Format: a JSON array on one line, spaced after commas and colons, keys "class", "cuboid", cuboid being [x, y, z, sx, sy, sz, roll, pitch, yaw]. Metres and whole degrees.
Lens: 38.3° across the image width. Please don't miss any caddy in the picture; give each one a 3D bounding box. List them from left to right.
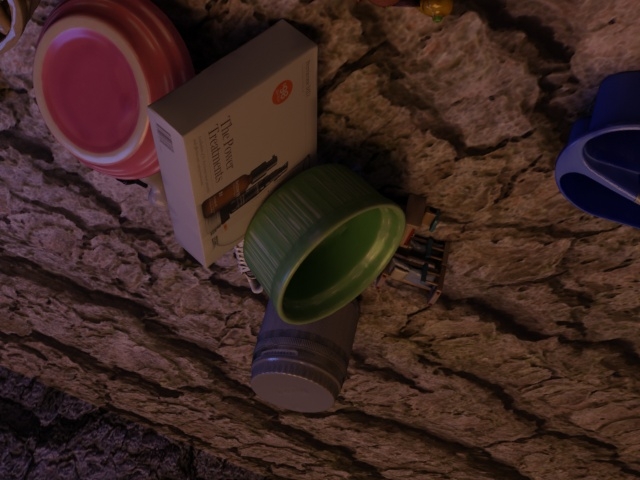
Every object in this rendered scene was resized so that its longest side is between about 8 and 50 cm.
[{"class": "caddy", "cuboid": [0.548, -0.117, 1.474, 0.341, 0.179, 0.241, 16, 148, -2]}]

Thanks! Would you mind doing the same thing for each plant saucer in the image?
[{"class": "plant saucer", "cuboid": [-0.364, -0.258, 1.555, 0.332, 0.084, 0.332, 10, 113, 26]}]

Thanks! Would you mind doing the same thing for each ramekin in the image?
[{"class": "ramekin", "cuboid": [0.000, 0.000, 1.734, 0.148, 0.303, 0.303, 47, 158, 26]}]

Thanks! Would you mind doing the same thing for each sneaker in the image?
[{"class": "sneaker", "cuboid": [-0.154, 0.019, 2.034, 0.090, 0.095, 0.235, 2, 144, 21]}]

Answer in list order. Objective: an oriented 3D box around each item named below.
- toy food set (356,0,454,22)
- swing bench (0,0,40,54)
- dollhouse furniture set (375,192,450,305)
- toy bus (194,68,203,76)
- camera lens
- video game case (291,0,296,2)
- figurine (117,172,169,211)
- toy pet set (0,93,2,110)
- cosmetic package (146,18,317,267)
[{"class": "toy food set", "cuboid": [0.107, -0.359, 1.332, 0.217, 0.071, 0.128, 11, 168, -27]}, {"class": "swing bench", "cuboid": [-0.469, -0.447, 1.312, 0.165, 0.253, 0.255, -11, 139, 34]}, {"class": "dollhouse furniture set", "cuboid": [0.203, 0.023, 1.864, 0.129, 0.129, 0.184, 17, 147, -3]}, {"class": "toy bus", "cuboid": [-0.209, -0.178, 1.726, 0.108, 0.130, 0.333, 10, 147, 7]}, {"class": "camera lens", "cuboid": [-0.034, 0.232, 2.137, 0.219, 0.274, 0.219, 11, 147, 7]}, {"class": "video game case", "cuboid": [-0.043, -0.439, 1.372, 0.143, 0.019, 0.157, -20, 133, 41]}, {"class": "figurine", "cuboid": [-0.350, -0.153, 1.769, 0.215, 0.092, 0.209, 34, 154, 35]}, {"class": "toy pet set", "cuboid": [-0.687, -0.293, 1.802, 0.122, 0.065, 0.114, -1, 144, 24]}, {"class": "cosmetic package", "cuboid": [-0.135, -0.156, 1.593, 0.097, 0.284, 0.377, 39, 155, 22]}]
